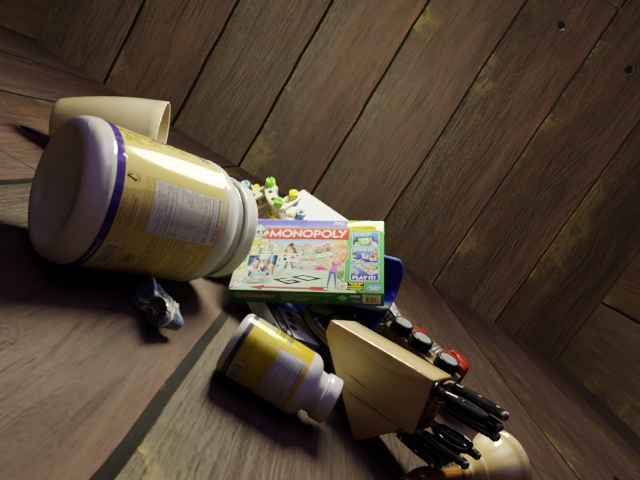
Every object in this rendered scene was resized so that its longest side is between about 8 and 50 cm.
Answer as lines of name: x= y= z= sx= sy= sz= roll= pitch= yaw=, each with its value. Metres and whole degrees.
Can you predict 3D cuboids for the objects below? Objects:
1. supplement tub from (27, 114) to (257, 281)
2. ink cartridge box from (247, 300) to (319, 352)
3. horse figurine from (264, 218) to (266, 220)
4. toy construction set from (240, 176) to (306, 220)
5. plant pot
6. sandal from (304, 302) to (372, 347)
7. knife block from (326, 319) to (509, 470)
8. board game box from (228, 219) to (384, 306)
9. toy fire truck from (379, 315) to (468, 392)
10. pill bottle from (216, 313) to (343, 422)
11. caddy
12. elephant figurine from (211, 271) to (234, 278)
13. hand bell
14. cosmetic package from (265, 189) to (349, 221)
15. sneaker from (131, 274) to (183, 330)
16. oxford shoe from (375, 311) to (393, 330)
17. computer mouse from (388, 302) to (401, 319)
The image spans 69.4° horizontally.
supplement tub: x=-0.302 y=-0.055 z=0.829 sx=0.331 sy=0.241 sz=0.241 roll=16 pitch=18 yaw=-49
ink cartridge box: x=-0.088 y=0.168 z=0.986 sx=0.097 sy=0.046 sz=0.207 roll=26 pitch=11 yaw=-34
horse figurine: x=-0.130 y=-0.030 z=1.800 sx=0.174 sy=0.066 sz=0.263 roll=13 pitch=20 yaw=-49
toy construction set: x=-0.222 y=-0.089 z=1.424 sx=0.327 sy=0.151 sz=0.215 roll=-19 pitch=52 yaw=-37
plant pot: x=-0.586 y=-0.294 z=1.290 sx=0.274 sy=0.256 sz=0.256 roll=12 pitch=15 yaw=-14
sandal: x=0.078 y=0.243 z=0.953 sx=0.120 sy=0.086 sz=0.303 roll=-24 pitch=64 yaw=-42
knife block: x=0.155 y=0.232 z=0.762 sx=0.088 sy=0.242 sz=0.276 roll=19 pitch=50 yaw=-54
board game box: x=-0.021 y=0.042 z=1.009 sx=0.317 sy=0.046 sz=0.213 roll=1 pitch=46 yaw=7
toy fire truck: x=0.285 y=0.310 z=1.219 sx=0.217 sy=0.158 sz=0.246 roll=38 pitch=22 yaw=34
pill bottle: x=-0.061 y=0.203 z=0.722 sx=0.184 sy=0.103 sz=0.103 roll=32 pitch=10 yaw=0
caddy: x=0.089 y=0.130 z=1.166 sx=0.179 sy=0.241 sz=0.341 roll=30 pitch=8 yaw=31
elephant figurine: x=-0.165 y=0.035 z=1.152 sx=0.239 sy=0.169 sz=0.186 roll=12 pitch=-14 yaw=-17
hand bell: x=0.226 y=0.390 z=0.768 sx=0.242 sy=0.126 sz=0.126 roll=10 pitch=21 yaw=-34
cosmetic package: x=0.000 y=0.000 z=1.574 sx=0.365 sy=0.155 sz=0.197 roll=36 pitch=44 yaw=26
sneaker: x=-0.265 y=0.107 z=0.759 sx=0.135 sy=0.052 sz=0.058 roll=38 pitch=-6 yaw=47
oxford shoe: x=0.105 y=0.200 z=1.382 sx=0.227 sy=0.083 sz=0.096 roll=34 pitch=-6 yaw=1
computer mouse: x=0.234 y=0.254 z=1.432 sx=0.193 sy=0.042 sz=0.106 roll=58 pitch=19 yaw=5
